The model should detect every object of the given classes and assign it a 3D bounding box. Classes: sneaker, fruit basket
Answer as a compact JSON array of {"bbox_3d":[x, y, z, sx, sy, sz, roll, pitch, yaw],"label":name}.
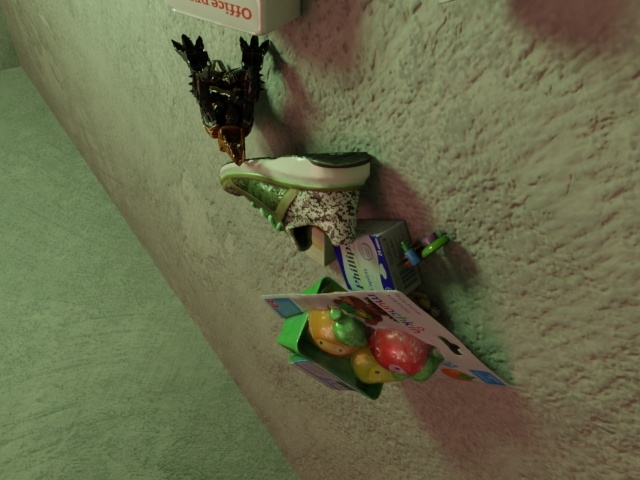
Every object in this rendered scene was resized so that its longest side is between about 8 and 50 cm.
[{"bbox_3d":[-0.071,-0.068,0.843,0.410,0.157,0.182,8,104,53],"label":"sneaker"},{"bbox_3d":[0.095,0.188,0.778,0.327,0.166,0.352,40,155,-29],"label":"fruit basket"}]

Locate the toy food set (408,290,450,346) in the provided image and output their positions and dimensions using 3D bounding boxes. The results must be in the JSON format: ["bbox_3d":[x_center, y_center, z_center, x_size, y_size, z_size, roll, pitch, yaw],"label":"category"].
[{"bbox_3d":[0.195,0.137,0.810,0.077,0.019,0.122,9,130,52],"label":"toy food set"}]

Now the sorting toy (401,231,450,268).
[{"bbox_3d":[0.159,0.010,0.712,0.042,0.061,0.102,55,148,10],"label":"sorting toy"}]

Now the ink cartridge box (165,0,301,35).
[{"bbox_3d":[-0.133,-0.468,0.628,0.198,0.115,0.273,24,137,18],"label":"ink cartridge box"}]

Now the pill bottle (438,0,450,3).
[{"bbox_3d":[0.139,-0.330,0.411,0.107,0.107,0.180,15,127,49],"label":"pill bottle"}]

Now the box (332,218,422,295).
[{"bbox_3d":[0.098,0.031,0.805,0.137,0.072,0.126,5,119,54],"label":"box"}]

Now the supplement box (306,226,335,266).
[{"bbox_3d":[0.000,0.000,0.951,0.062,0.036,0.099,35,141,34],"label":"supplement box"}]

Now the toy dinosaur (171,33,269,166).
[{"bbox_3d":[-0.172,-0.267,0.853,0.322,0.164,0.219,49,148,28],"label":"toy dinosaur"}]
